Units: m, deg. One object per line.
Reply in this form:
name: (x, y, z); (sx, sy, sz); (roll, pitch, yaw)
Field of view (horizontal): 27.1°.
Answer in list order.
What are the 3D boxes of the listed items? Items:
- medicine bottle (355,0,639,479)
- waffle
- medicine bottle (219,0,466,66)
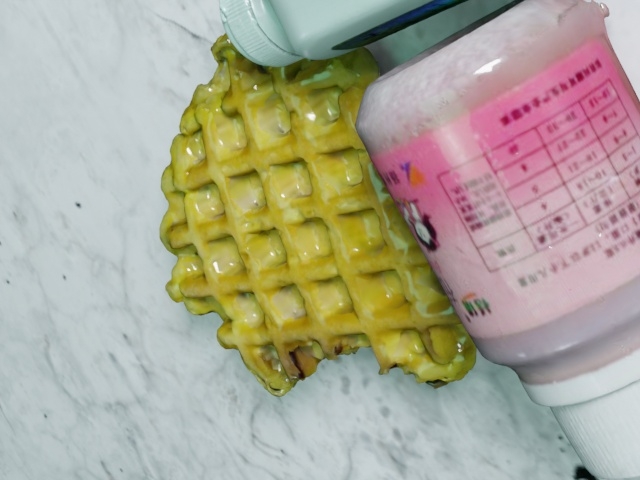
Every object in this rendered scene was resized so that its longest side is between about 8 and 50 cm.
medicine bottle: (0.130, -0.001, 0.716); (0.147, 0.147, 0.247); (-22, 100, 46)
waffle: (-0.001, 0.001, 0.881); (0.291, 0.051, 0.291); (16, 119, 31)
medicine bottle: (0.039, -0.155, 0.712); (0.229, 0.121, 0.083); (-18, 104, 46)
